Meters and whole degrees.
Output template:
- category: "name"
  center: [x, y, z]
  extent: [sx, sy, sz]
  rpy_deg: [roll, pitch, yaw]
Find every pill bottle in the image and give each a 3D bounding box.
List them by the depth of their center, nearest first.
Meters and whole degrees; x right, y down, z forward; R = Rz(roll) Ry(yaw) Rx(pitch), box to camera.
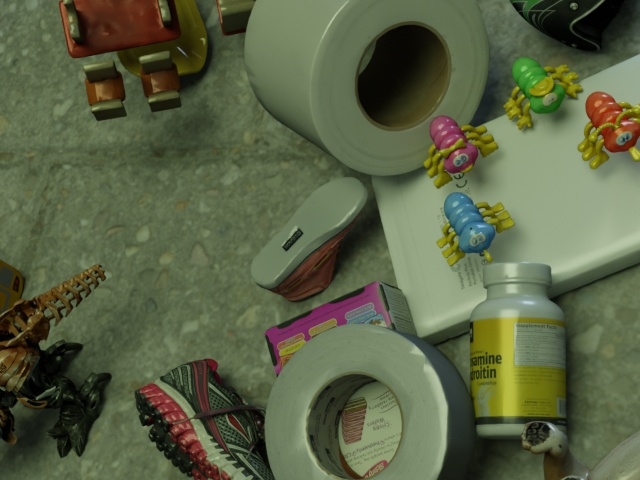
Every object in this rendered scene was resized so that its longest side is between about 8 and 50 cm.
- category: "pill bottle"
  center: [0.211, 0.120, 1.558]
  extent: [0.103, 0.103, 0.184]
  rpy_deg: [-5, 78, 28]

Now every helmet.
- category: "helmet"
  center: [0.294, -0.314, 1.697]
  extent: [0.169, 0.161, 0.169]
  rpy_deg: [-12, 63, 24]

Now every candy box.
- category: "candy box"
  center: [0.046, 0.184, 1.632]
  extent: [0.159, 0.071, 0.233]
  rpy_deg: [-25, 68, 22]

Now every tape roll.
- category: "tape roll"
  center: [0.051, 0.200, 1.543]
  extent: [0.219, 0.072, 0.219]
  rpy_deg: [-7, 77, 29]
- category: "tape roll"
  center: [0.054, -0.216, 1.714]
  extent: [0.246, 0.246, 0.169]
  rpy_deg: [-51, 37, -1]

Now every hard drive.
- category: "hard drive"
  center: [0.244, -0.044, 1.672]
  extent: [0.353, 0.047, 0.233]
  rpy_deg: [-24, 58, 19]

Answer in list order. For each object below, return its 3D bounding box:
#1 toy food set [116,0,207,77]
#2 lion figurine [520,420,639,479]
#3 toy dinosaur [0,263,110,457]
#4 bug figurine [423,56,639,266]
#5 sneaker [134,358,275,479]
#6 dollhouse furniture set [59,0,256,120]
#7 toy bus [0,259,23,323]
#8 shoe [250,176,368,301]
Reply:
- category: "toy food set"
  center: [-0.231, -0.295, 2.051]
  extent: [0.128, 0.071, 0.218]
  rpy_deg: [-17, 59, -6]
- category: "lion figurine"
  center: [0.320, 0.226, 1.430]
  extent: [0.392, 0.240, 0.142]
  rpy_deg: [-31, 44, -4]
- category: "toy dinosaur"
  center: [-0.381, 0.170, 1.818]
  extent: [0.322, 0.218, 0.164]
  rpy_deg: [-31, 55, 14]
- category: "bug figurine"
  center: [0.221, -0.103, 1.618]
  extent: [0.279, 0.072, 0.216]
  rpy_deg: [-36, 45, 4]
- category: "sneaker"
  center: [-0.093, 0.248, 1.689]
  extent: [0.112, 0.121, 0.299]
  rpy_deg: [-32, 58, -24]
- category: "dollhouse furniture set"
  center: [-0.213, -0.304, 1.928]
  extent: [0.259, 0.135, 0.262]
  rpy_deg: [-11, 86, -4]
- category: "toy bus"
  center: [-0.590, 0.068, 2.037]
  extent: [0.332, 0.130, 0.108]
  rpy_deg: [0, 69, 30]
- category: "shoe"
  center: [0.000, 0.000, 1.765]
  extent: [0.178, 0.081, 0.063]
  rpy_deg: [-44, 54, 9]
